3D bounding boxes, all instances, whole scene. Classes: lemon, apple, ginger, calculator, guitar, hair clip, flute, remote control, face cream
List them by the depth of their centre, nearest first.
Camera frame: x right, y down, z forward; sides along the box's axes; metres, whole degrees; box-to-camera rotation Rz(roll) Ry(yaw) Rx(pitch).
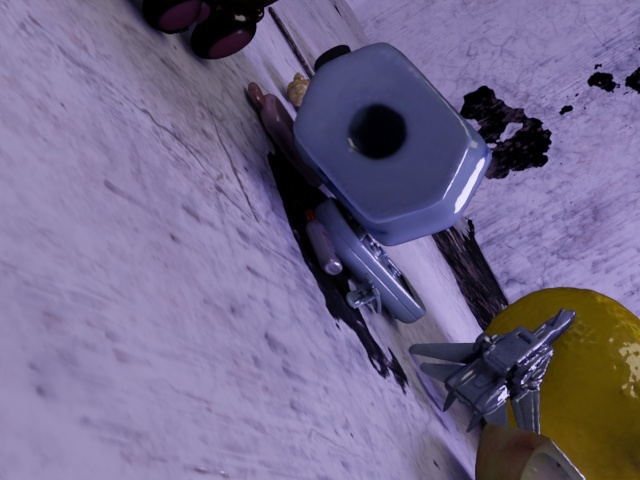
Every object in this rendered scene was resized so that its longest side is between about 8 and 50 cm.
[{"bbox_3d":[0.000,0.000,1.062,0.040,0.021,0.083,40,23,-57],"label":"face cream"},{"bbox_3d":[0.266,0.340,1.086,0.265,0.120,0.193,50,-20,-6],"label":"apple"},{"bbox_3d":[0.054,0.070,1.113,0.115,0.039,0.030,54,11,-74],"label":"hair clip"},{"bbox_3d":[0.065,0.031,1.183,0.244,0.047,0.087,46,10,-42],"label":"remote control"},{"bbox_3d":[-0.043,-0.139,1.205,0.166,0.024,0.103,54,14,-29],"label":"calculator"},{"bbox_3d":[0.390,0.232,1.414,0.336,0.336,0.336,55,13,-20],"label":"lemon"},{"bbox_3d":[0.018,-0.179,1.468,0.176,0.053,0.193,55,11,8],"label":"ginger"},{"bbox_3d":[-0.026,-0.318,1.707,0.269,0.014,0.014,59,13,0],"label":"flute"},{"bbox_3d":[0.065,-0.308,1.922,0.038,0.084,0.271,65,8,32],"label":"guitar"}]

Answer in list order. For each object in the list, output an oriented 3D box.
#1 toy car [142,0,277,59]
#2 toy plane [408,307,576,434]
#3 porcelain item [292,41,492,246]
[{"bbox_3d":[-0.113,-0.374,0.982,0.271,0.240,0.341,63,16,9],"label":"toy car"},{"bbox_3d":[0.271,0.149,1.233,0.212,0.267,0.088,40,-33,28],"label":"toy plane"},{"bbox_3d":[0.087,-0.112,1.142,0.242,0.178,0.405,48,6,5],"label":"porcelain item"}]
